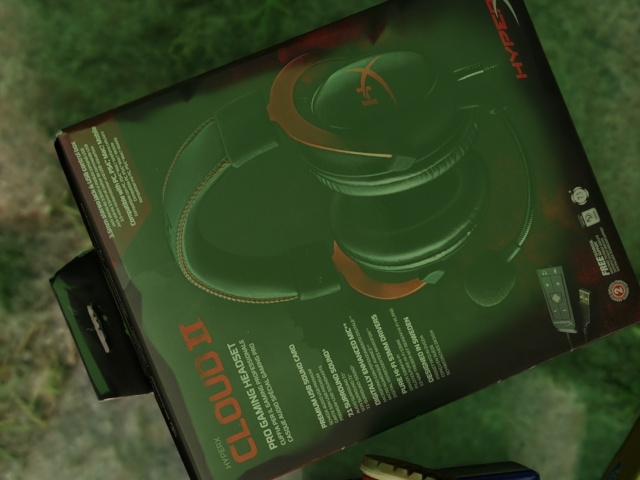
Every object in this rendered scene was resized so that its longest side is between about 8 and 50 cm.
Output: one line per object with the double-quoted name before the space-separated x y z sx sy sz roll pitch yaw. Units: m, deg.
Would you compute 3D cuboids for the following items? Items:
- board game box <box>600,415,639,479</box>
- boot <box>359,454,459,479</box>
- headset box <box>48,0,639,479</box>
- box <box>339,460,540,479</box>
"board game box" 0.333 0.095 1.153 0.242 0.064 0.316 31 85 -5
"boot" 0.078 0.175 1.053 0.158 0.059 0.084 32 89 -7
"headset box" 0.000 0.000 1.095 0.293 0.110 0.218 -22 91 -7
"box" 0.062 0.200 1.114 0.126 0.072 0.137 -6 88 -7
